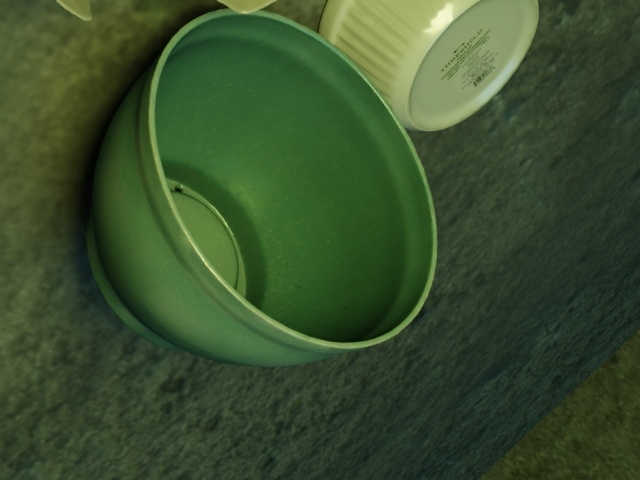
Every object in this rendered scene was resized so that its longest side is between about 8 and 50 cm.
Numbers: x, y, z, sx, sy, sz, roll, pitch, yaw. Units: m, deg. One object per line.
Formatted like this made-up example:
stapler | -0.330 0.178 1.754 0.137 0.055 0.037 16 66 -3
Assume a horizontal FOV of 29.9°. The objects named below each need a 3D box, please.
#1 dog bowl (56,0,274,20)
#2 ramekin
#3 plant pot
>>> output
dog bowl | -0.071 -0.301 0.753 0.349 0.102 0.348 -32 150 -21
ramekin | 0.110 -0.200 1.128 0.207 0.109 0.207 -32 150 -21
plant pot | -0.073 -0.017 1.002 0.293 0.293 0.196 -10 164 -47
